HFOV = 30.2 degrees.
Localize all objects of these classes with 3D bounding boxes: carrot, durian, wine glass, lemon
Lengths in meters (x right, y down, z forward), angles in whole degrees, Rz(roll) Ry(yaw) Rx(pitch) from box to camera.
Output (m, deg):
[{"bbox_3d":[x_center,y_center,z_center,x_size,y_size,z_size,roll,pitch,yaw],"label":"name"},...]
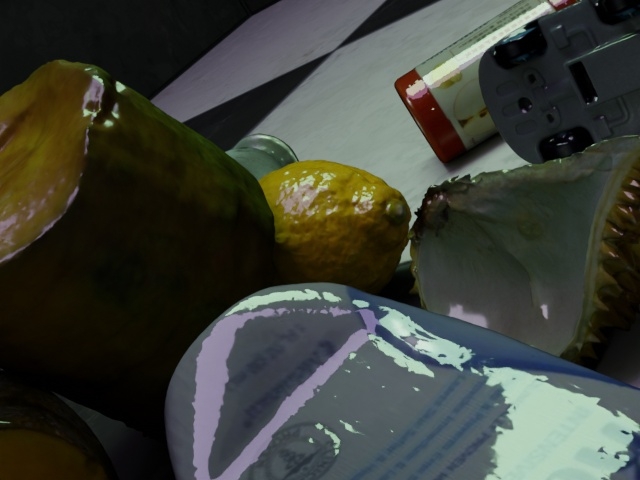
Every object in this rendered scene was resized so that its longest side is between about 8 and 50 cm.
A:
[{"bbox_3d":[-0.163,0.014,0.947,0.241,0.341,0.241,-19,55,29],"label":"carrot"},{"bbox_3d":[0.151,0.002,0.739,0.144,0.139,0.252,-36,15,-23],"label":"durian"},{"bbox_3d":[-0.097,-0.047,1.387,0.111,0.111,0.204,-24,15,29],"label":"wine glass"},{"bbox_3d":[0.000,0.000,1.023,0.187,0.142,0.142,-20,21,44],"label":"lemon"}]

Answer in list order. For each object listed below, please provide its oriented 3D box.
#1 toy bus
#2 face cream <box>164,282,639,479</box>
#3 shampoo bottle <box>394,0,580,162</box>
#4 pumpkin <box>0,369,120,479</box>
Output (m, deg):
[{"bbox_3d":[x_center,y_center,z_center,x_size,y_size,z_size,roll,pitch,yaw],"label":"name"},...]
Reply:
[{"bbox_3d":[0.254,-0.157,1.027,0.209,0.126,0.136,-20,13,40],"label":"toy bus"},{"bbox_3d":[0.043,0.133,0.673,0.235,0.137,0.420,-38,28,-19],"label":"face cream"},{"bbox_3d":[0.218,-0.194,1.224,0.278,0.104,0.104,-32,16,6],"label":"shampoo bottle"},{"bbox_3d":[-0.312,0.203,0.865,0.325,0.242,0.232,-31,24,-7],"label":"pumpkin"}]
